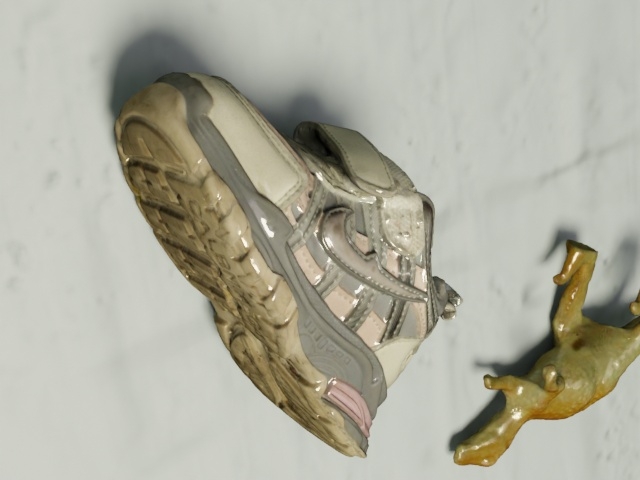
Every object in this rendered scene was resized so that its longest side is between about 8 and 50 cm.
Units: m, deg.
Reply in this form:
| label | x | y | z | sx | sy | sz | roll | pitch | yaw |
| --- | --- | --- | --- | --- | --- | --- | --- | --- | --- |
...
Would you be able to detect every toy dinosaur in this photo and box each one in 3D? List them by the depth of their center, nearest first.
| label | x | y | z | sx | sy | sz | roll | pitch | yaw |
| --- | --- | --- | --- | --- | --- | --- | --- | --- | --- |
| toy dinosaur | 0.144 | 0.066 | 0.643 | 0.162 | 0.039 | 0.126 | 11 | 110 | -44 |

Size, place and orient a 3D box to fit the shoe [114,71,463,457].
| label | x | y | z | sx | sy | sz | roll | pitch | yaw |
| --- | --- | --- | --- | --- | --- | --- | --- | --- | --- |
| shoe | 0.000 | 0.000 | 0.470 | 0.092 | 0.089 | 0.180 | -41 | 129 | -17 |
